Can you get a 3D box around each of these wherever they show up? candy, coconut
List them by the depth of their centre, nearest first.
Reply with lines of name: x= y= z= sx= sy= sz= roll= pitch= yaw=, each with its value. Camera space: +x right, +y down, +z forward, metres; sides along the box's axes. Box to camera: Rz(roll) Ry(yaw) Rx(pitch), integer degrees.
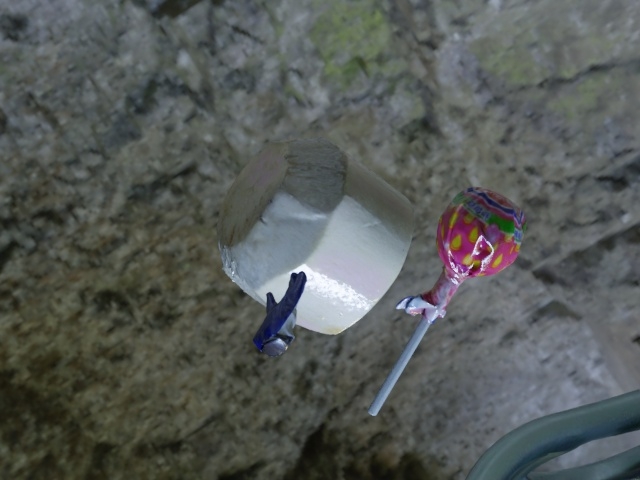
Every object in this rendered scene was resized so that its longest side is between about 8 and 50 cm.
coconut: x=0.002 y=0.000 z=1.201 sx=0.241 sy=0.241 sz=0.241 roll=57 pitch=178 yaw=3
candy: x=0.162 y=0.093 z=1.422 sx=0.124 sy=0.365 sz=0.124 roll=28 pitch=-167 yaw=-7

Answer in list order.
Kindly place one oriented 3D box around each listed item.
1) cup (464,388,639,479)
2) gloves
cup: x=0.235 y=0.253 z=0.401 sx=0.392 sy=0.401 sz=0.310 roll=-62 pitch=-36 yaw=-40
gloves: x=-0.036 y=0.063 z=0.872 sx=0.026 sy=0.064 sz=0.086 roll=31 pitch=-132 yaw=-16
